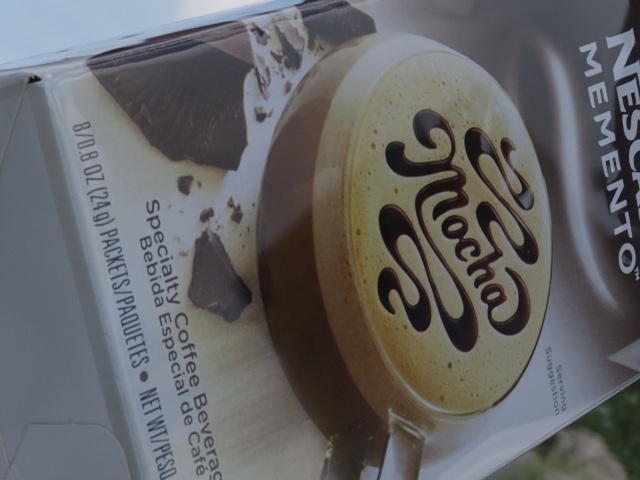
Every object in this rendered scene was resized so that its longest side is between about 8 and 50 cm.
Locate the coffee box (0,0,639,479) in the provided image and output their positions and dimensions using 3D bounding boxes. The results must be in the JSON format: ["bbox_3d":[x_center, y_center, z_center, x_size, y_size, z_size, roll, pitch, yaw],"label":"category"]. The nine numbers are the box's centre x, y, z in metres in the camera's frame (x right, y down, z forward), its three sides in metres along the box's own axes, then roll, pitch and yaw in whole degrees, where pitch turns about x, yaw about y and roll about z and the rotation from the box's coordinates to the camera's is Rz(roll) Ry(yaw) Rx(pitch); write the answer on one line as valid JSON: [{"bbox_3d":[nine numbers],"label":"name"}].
[{"bbox_3d":[0.000,0.000,0.600,0.119,0.168,0.297,-5,13,42],"label":"coffee box"}]
